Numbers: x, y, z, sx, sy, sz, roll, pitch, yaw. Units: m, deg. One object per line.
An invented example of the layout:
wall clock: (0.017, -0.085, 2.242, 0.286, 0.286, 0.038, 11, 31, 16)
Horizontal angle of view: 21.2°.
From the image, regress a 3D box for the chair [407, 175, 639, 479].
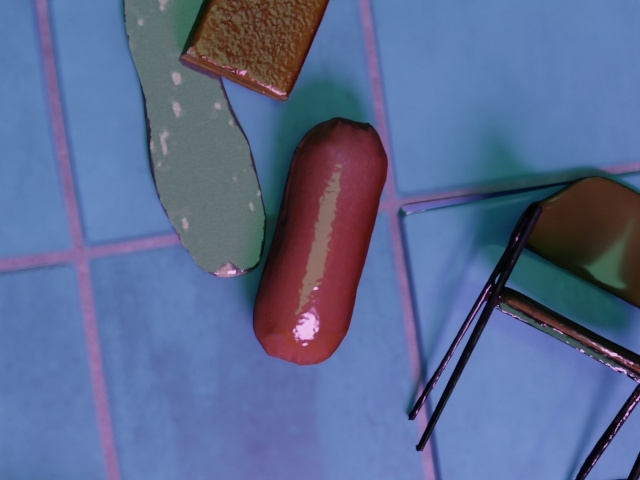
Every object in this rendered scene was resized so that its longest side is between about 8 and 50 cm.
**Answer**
chair: (0.191, 0.075, 1.299, 0.158, 0.172, 0.247, 28, 95, -4)

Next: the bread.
bread: (-0.049, -0.167, 1.323, 0.090, 0.035, 0.094, 24, 83, -11)

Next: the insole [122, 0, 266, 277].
insole: (-0.100, -0.091, 1.336, 0.081, 0.011, 0.248, -14, 91, -8)

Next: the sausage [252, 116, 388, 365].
sausage: (0.000, 0.000, 1.317, 0.077, 0.077, 0.194, 14, 89, -6)
